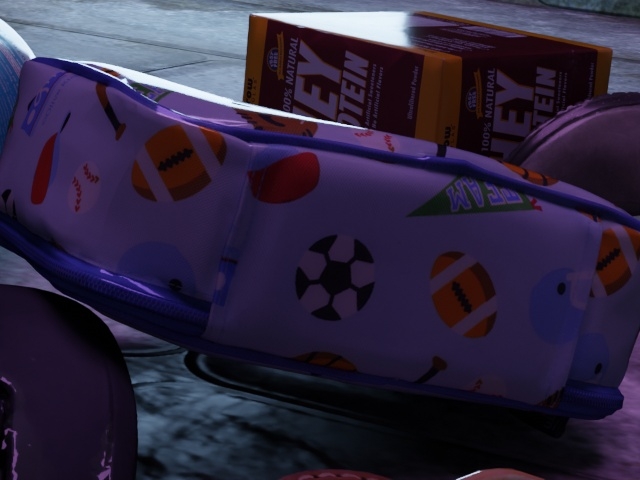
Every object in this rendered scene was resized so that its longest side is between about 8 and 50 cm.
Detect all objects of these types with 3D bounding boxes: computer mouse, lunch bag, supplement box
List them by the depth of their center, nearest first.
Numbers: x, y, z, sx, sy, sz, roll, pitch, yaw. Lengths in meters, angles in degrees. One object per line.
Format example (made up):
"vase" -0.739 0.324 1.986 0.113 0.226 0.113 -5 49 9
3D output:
"computer mouse" -0.122 0.069 0.713 0.188 0.072 0.272 1 14 -14
"lunch bag" 0.000 0.000 0.863 0.303 0.115 0.243 16 2 -26
"supplement box" 0.074 -0.089 1.318 0.191 0.129 0.194 18 19 42

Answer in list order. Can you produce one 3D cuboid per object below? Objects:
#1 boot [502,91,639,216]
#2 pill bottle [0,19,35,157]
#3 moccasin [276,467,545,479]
"boot" 0.246 -0.031 1.220 0.246 0.083 0.161 -25 52 -19
"pill bottle" -0.247 -0.052 1.001 0.146 0.146 0.264 6 13 4
"moccasin" 0.081 0.127 0.391 0.139 0.147 0.380 0 15 -21
